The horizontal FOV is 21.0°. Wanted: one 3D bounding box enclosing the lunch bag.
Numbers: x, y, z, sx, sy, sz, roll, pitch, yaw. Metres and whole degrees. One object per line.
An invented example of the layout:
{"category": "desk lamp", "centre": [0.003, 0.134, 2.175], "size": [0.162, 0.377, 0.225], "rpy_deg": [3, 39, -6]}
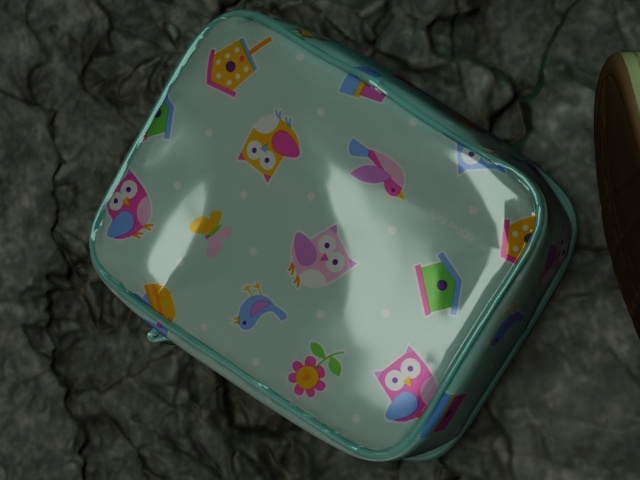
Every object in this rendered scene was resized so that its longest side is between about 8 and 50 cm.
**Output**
{"category": "lunch bag", "centre": [0.000, 0.000, 1.081], "size": [0.279, 0.108, 0.224], "rpy_deg": [33, 101, 24]}

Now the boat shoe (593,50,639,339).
{"category": "boat shoe", "centre": [0.257, 0.041, 0.975], "size": [0.123, 0.123, 0.342], "rpy_deg": [-17, 71, -9]}
